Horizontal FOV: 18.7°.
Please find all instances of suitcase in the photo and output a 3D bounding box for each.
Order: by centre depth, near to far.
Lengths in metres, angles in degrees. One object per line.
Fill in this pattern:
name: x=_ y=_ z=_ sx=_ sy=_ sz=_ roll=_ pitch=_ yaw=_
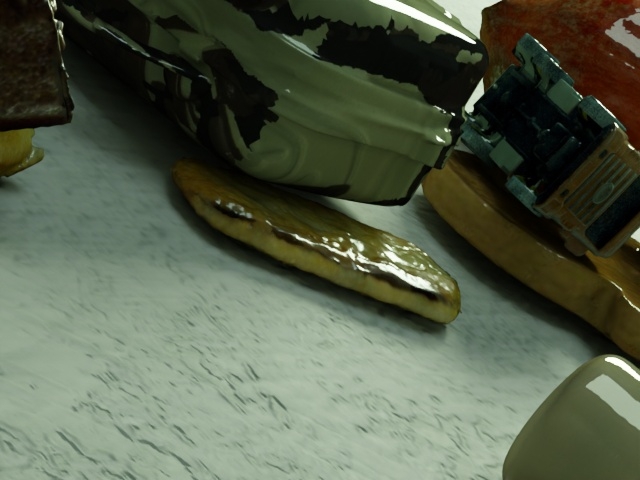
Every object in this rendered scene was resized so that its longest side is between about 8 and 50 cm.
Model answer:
suitcase: x=-0.068 y=-0.185 z=1.441 sx=0.351 sy=0.194 sz=0.339 roll=39 pitch=14 yaw=29

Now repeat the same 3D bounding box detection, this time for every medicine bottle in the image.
medicine bottle: x=0.234 y=0.185 z=1.171 sx=0.252 sy=0.114 sz=0.114 roll=40 pitch=20 yaw=21

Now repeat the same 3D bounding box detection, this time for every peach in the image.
peach: x=0.263 y=-0.149 z=1.879 sx=0.256 sy=0.232 sz=0.232 roll=40 pitch=17 yaw=-15

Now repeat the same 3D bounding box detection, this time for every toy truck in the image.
toy truck: x=0.206 y=-0.073 z=1.637 sx=0.140 sy=0.108 sz=0.257 roll=40 pitch=7 yaw=-26

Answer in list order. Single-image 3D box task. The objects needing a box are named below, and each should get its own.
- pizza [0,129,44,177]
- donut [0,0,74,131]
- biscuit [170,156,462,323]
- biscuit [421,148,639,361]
pizza: x=-0.292 y=-0.115 z=1.135 sx=0.292 sy=0.058 sz=0.197 roll=21 pitch=22 yaw=-32
donut: x=-0.232 y=-0.136 z=1.058 sx=0.186 sy=0.144 sz=0.126 roll=-4 pitch=40 yaw=-13
biscuit: x=0.000 y=0.000 z=1.382 sx=0.247 sy=0.029 sz=0.118 roll=22 pitch=15 yaw=-30
biscuit: x=0.239 y=0.037 z=1.645 sx=0.355 sy=0.052 sz=0.275 roll=30 pitch=15 yaw=-8
